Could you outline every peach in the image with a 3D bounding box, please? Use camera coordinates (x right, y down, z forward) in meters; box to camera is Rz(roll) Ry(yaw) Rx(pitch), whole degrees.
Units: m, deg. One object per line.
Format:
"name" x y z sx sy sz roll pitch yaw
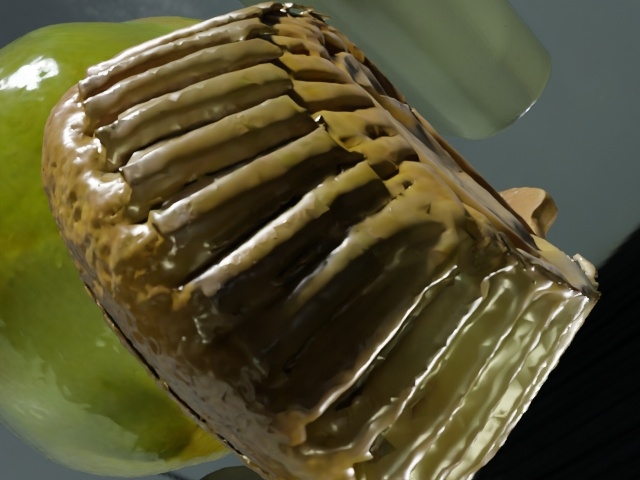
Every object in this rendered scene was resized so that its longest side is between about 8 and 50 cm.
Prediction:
"peach" -0.137 0.004 0.767 0.281 0.314 0.315 -7 65 -52

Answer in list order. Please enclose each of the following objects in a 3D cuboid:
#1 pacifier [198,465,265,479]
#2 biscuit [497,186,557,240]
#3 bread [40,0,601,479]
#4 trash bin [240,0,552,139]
"pacifier" -0.055 0.227 0.607 0.226 0.238 0.287 -90 164 -48
"biscuit" 0.092 0.016 0.673 0.140 0.118 0.023 -41 109 -23
"bread" -0.004 0.001 0.468 0.240 0.139 0.240 39 15 -13
"trash bin" 0.037 -0.199 0.907 0.247 0.243 0.121 40 79 -29
